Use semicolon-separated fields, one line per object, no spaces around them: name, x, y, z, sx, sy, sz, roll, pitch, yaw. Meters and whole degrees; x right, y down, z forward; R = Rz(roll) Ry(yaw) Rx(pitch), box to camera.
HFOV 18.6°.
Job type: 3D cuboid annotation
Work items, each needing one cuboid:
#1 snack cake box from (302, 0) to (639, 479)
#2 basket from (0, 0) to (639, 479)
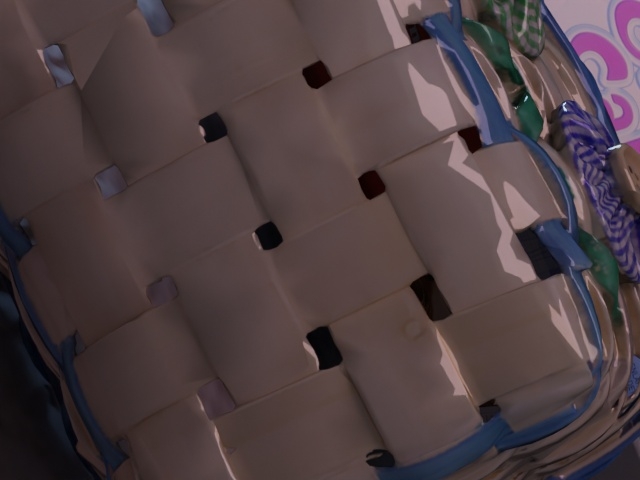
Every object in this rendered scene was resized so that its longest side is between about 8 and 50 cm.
snack cake box;0.096;0.025;0.754;0.089;0.152;0.264;-21;92;-26
basket;0.000;0.000;0.631;0.289;0.201;0.254;75;-10;-84
